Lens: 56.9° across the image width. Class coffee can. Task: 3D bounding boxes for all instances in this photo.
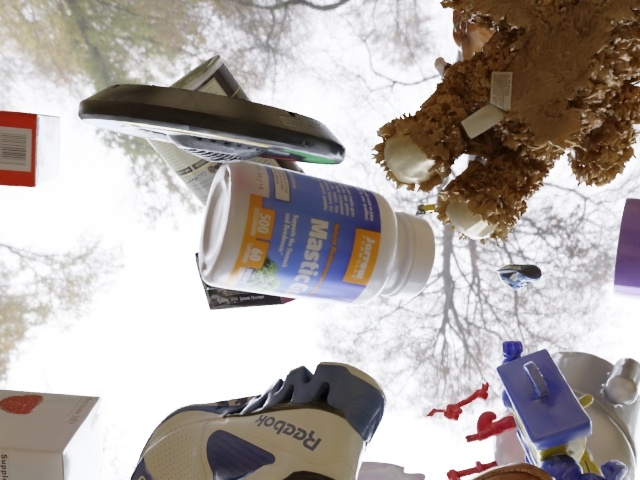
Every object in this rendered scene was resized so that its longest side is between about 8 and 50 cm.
[{"bbox_3d":[-0.185,-0.174,1.114,0.201,0.275,0.202,-30,-154,16],"label":"coffee can"}]

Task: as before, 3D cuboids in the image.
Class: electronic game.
[{"bbox_3d":[-0.091,-0.093,0.520,0.229,0.229,0.048,10,-86,23],"label":"electronic game"}]

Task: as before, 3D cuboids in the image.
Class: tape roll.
[{"bbox_3d":[0.593,0.017,1.081,0.080,0.189,0.189,7,-131,31],"label":"tape roll"}]

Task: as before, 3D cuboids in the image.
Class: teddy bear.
[{"bbox_3d":[0.202,-0.148,0.556,0.245,0.338,0.113,28,-157,11],"label":"teddy bear"}]

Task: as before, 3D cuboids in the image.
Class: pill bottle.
[{"bbox_3d":[0.000,0.000,0.729,0.271,0.152,0.152,11,-140,-22],"label":"pill bottle"}]

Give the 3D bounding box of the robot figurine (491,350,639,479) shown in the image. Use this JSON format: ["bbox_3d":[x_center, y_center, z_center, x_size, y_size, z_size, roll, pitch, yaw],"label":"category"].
[{"bbox_3d":[0.393,0.304,0.936,0.199,0.300,0.353,38,-152,20],"label":"robot figurine"}]

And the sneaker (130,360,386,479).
[{"bbox_3d":[-0.085,0.245,0.558,0.315,0.127,0.182,-31,-158,27],"label":"sneaker"}]

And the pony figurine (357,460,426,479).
[{"bbox_3d":[0.011,0.554,1.116,0.350,0.364,0.303,15,-168,6],"label":"pony figurine"}]

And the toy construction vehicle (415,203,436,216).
[{"bbox_3d":[0.263,-0.080,1.272,0.085,0.035,0.098,-10,178,-29],"label":"toy construction vehicle"}]

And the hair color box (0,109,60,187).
[{"bbox_3d":[-0.390,-0.125,0.792,0.053,0.093,0.167,3,-170,-16],"label":"hair color box"}]

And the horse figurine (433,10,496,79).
[{"bbox_3d":[0.222,-0.311,0.801,0.263,0.175,0.066,-36,-169,-39],"label":"horse figurine"}]

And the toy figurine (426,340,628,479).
[{"bbox_3d":[0.235,0.239,0.661,0.191,0.217,0.363,-14,-144,4],"label":"toy figurine"}]

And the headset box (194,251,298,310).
[{"bbox_3d":[-0.052,0.032,0.995,0.293,0.110,0.218,-17,-177,-41],"label":"headset box"}]

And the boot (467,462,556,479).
[{"bbox_3d":[0.106,0.335,0.537,0.283,0.220,0.109,-42,-105,16],"label":"boot"}]

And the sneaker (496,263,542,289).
[{"bbox_3d":[0.505,0.093,1.483,0.053,0.059,0.144,-21,-172,-18],"label":"sneaker"}]

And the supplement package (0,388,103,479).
[{"bbox_3d":[-0.556,0.380,1.037,0.292,0.175,0.177,5,-164,-1],"label":"supplement package"}]
